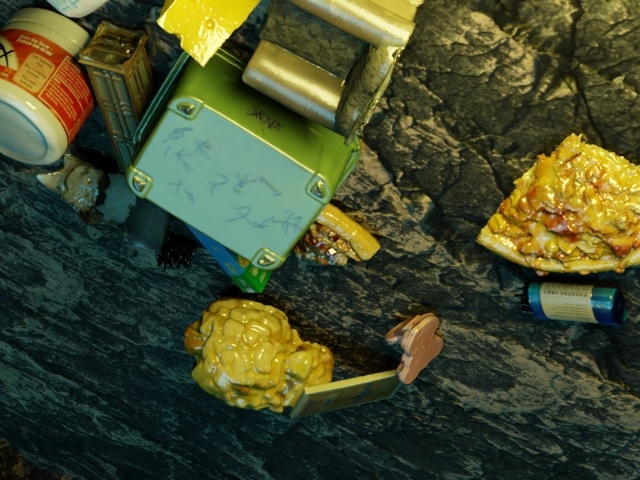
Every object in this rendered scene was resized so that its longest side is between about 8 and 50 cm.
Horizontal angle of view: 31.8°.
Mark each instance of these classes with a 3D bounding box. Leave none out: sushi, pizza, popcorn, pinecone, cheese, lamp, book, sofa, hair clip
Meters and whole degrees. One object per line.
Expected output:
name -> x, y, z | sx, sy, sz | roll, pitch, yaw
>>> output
sushi -> -0.416, -0.080, 2.190 | 0.273, 0.134, 0.109 | 17, -178, -4
pizza -> 0.000, 0.002, 2.028 | 0.154, 0.069, 0.194 | 35, 148, -17
popcorn -> -0.139, 0.261, 2.419 | 0.332, 0.225, 0.265 | 17, 147, -7
pinecone -> -0.299, 0.027, 2.303 | 0.083, 0.077, 0.077 | 8, 148, 9
cheese -> -0.156, -0.323, 1.525 | 0.126, 0.171, 0.093 | -8, 137, 44
lamp -> -0.320, -0.224, 1.899 | 0.089, 0.090, 0.325 | 18, 151, 13
pizza -> 0.369, -0.045, 1.610 | 0.336, 0.086, 0.226 | -4, 126, 31
book -> 0.064, 0.328, 2.406 | 0.242, 0.018, 0.170 | -10, 155, -18
sofa -> 0.003, -0.259, 1.492 | 0.200, 0.182, 0.258 | 29, 151, -4
hair clip -> 0.190, 0.201, 2.167 | 0.102, 0.123, 0.138 | 49, 153, 0

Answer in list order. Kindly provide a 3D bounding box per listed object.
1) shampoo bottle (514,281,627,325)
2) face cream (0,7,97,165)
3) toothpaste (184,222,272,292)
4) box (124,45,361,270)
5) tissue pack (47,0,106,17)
shampoo bottle -> 0.415, 0.104, 1.887 | 0.183, 0.050, 0.087 | 3, 147, 35
face cream -> -0.478, -0.254, 1.872 | 0.201, 0.187, 0.201 | 20, 150, 12
toothpaste -> -0.185, -0.002, 2.176 | 0.050, 0.065, 0.266 | -2, 140, 35
box -> -0.132, -0.120, 1.754 | 0.329, 0.177, 0.252 | 32, 123, -8
tissue pack -> -0.317, -0.432, 1.529 | 0.271, 0.124, 0.201 | -12, 130, 49
